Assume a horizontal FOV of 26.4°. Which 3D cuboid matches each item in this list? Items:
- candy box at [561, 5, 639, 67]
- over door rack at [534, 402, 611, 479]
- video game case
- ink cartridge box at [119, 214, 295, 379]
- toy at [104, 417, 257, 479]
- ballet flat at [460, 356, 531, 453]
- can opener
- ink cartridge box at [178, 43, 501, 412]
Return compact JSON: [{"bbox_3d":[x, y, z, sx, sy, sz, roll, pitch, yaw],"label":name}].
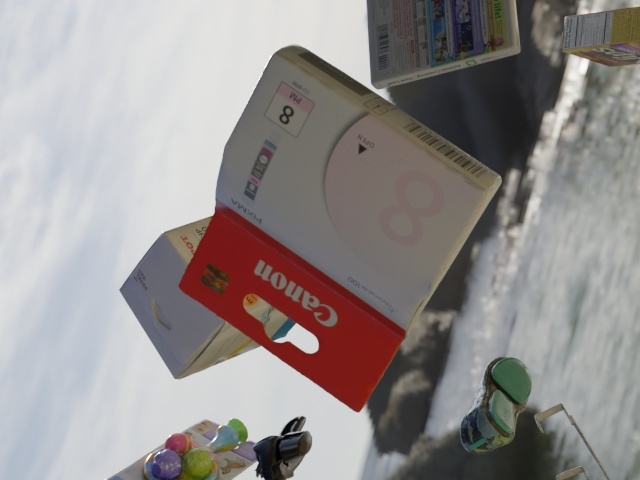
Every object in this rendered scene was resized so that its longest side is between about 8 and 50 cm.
[{"bbox_3d":[0.424,-0.268,1.789,0.186,0.109,0.053,3,85,51],"label":"candy box"},{"bbox_3d":[0.521,0.434,2.346,0.108,0.324,0.239,-35,-44,-9],"label":"over door rack"},{"bbox_3d":[0.148,-0.308,1.708,0.023,0.193,0.213,34,-131,-57],"label":"video game case"},{"bbox_3d":[-0.141,0.068,2.033,0.232,0.171,0.168,-21,-21,-44],"label":"ink cartridge box"},{"bbox_3d":[-0.197,0.324,2.058,0.237,0.136,0.056,-24,-52,-51],"label":"toy"},{"bbox_3d":[0.196,0.189,1.564,0.188,0.070,0.070,-39,-35,-66],"label":"ballet flat"},{"bbox_3d":[-0.037,0.255,1.659,0.186,0.073,0.059,-15,-83,-81],"label":"can opener"},{"bbox_3d":[0.000,0.000,1.020,0.232,0.189,0.066,-60,-12,20],"label":"ink cartridge box"}]
